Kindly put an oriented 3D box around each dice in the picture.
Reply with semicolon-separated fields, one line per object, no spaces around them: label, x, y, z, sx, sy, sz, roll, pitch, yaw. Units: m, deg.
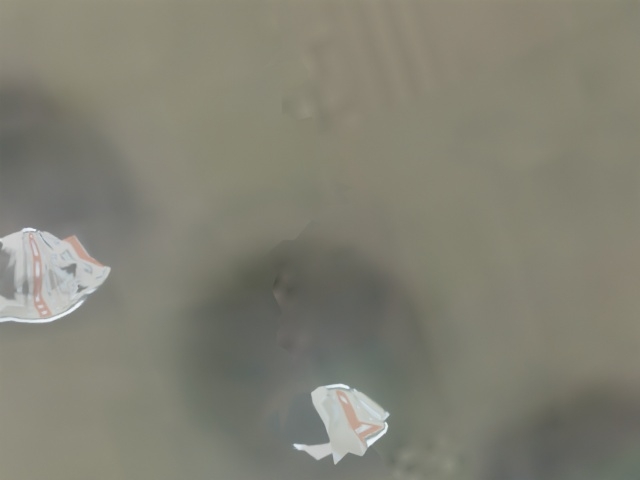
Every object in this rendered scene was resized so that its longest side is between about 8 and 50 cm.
dice;0.000;0.000;0.503;0.262;0.265;0.268;-16;102;3
